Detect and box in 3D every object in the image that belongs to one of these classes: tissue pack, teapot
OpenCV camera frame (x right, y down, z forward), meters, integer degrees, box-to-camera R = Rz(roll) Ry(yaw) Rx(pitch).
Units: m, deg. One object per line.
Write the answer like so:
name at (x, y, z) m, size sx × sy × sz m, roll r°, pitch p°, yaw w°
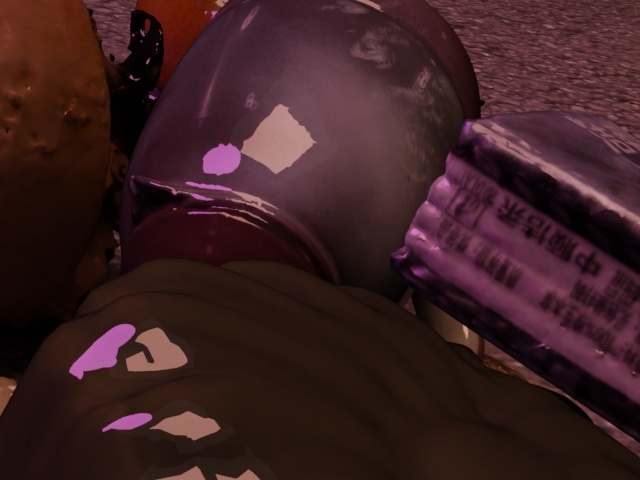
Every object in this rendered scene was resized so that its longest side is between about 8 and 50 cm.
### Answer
tissue pack at (0.239, 0.060, 0.702) m, size 0.361 × 0.122 × 0.259 m, roll 34°, pitch 15°, yaw 20°
teapot at (0.000, 0.000, 0.933) m, size 0.315 × 0.233 × 0.312 m, roll 46°, pitch 36°, yaw -14°

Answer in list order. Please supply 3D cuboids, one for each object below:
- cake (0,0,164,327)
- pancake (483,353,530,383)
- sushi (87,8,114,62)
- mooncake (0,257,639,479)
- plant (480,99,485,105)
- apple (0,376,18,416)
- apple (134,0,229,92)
cake at (-0.248, -0.094, 0.968) m, size 0.332 × 0.332 × 0.321 m, roll 25°, pitch 23°, yaw 32°
pancake at (0.110, 0.110, 1.009) m, size 0.114 × 0.011 × 0.115 m, roll 8°, pitch 26°, yaw -4°
sushi at (-0.270, -0.160, 1.307) m, size 0.149 × 0.140 × 0.287 m, roll 14°, pitch 24°, yaw 25°
mooncake at (0.028, 0.153, 0.537) m, size 0.356 × 0.194 × 0.356 m, roll 29°, pitch 9°, yaw -5°
plant at (0.020, -0.037, 1.250) m, size 0.333 × 0.180 × 0.251 m, roll -15°, pitch 19°, yaw 31°
apple at (-0.242, 0.168, 0.609) m, size 0.193 × 0.120 × 0.265 m, roll 8°, pitch 31°, yaw -14°
apple at (-0.095, -0.219, 1.476) m, size 0.210 × 0.173 × 0.235 m, roll -7°, pitch 38°, yaw -42°
